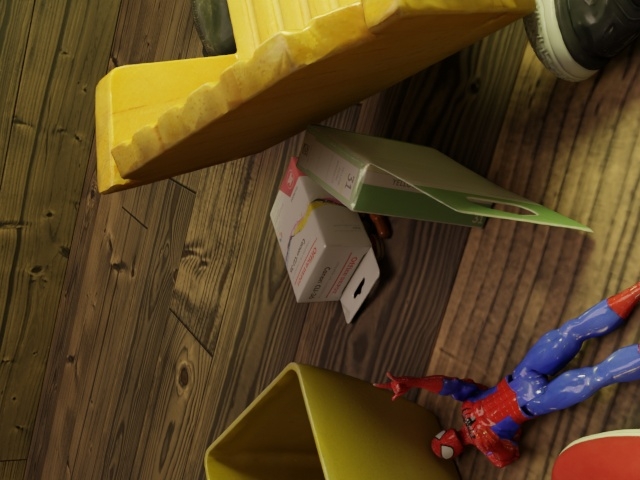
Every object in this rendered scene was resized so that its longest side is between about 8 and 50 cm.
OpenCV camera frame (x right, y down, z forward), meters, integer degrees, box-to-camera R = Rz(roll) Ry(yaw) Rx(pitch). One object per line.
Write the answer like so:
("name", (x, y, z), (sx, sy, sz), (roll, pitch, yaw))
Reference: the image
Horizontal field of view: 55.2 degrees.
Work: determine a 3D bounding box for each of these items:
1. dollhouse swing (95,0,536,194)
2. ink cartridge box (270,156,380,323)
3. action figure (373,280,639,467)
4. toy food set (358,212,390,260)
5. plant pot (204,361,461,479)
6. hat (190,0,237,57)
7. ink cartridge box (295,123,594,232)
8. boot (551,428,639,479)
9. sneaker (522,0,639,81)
("dollhouse swing", (-0.050, -0.259, 0.538), (0.347, 0.315, 0.304), (-18, 95, 41))
("ink cartridge box", (0.000, 0.000, 0.794), (0.115, 0.067, 0.198), (115, 145, -43))
("action figure", (0.158, 0.114, 0.498), (0.280, 0.139, 0.091), (-54, 41, 38))
("toy food set", (0.065, -0.027, 0.765), (0.078, 0.019, 0.122), (-1, 82, 56))
("plant pot", (0.028, 0.263, 0.600), (0.212, 0.187, 0.212), (-51, 44, 37))
("hat", (-0.116, -0.331, 0.880), (0.331, 0.134, 0.331), (170, 90, -82))
("ink cartridge box", (0.104, -0.042, 0.575), (0.235, 0.171, 0.056), (45, 122, 50))
("boot", (0.212, 0.170, 0.363), (0.244, 0.176, 0.088), (-8, 77, 56))
("sneaker", (0.240, -0.279, 0.503), (0.153, 0.101, 0.268), (-18, 73, 52))
